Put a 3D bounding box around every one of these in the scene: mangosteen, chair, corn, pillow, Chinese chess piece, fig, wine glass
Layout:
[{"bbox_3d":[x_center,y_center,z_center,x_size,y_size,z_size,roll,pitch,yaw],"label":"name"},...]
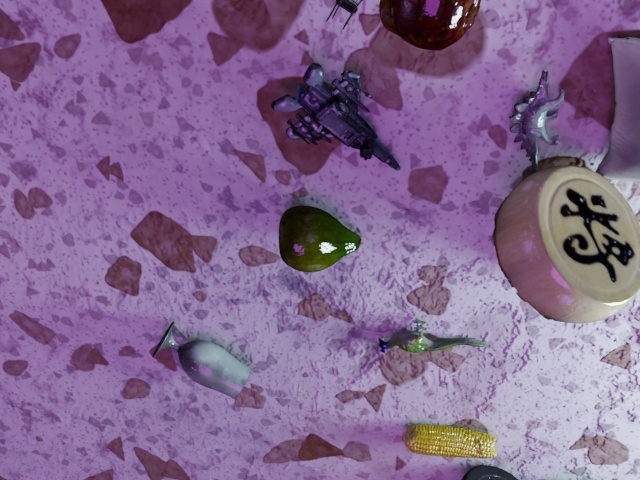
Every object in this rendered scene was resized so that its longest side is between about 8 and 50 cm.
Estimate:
[{"bbox_3d":[0.147,-0.360,1.198,0.181,0.156,0.146,19,161,35],"label":"mangosteen"},{"bbox_3d":[0.044,-0.369,1.269,0.037,0.042,0.086,31,90,-12],"label":"chair"},{"bbox_3d":[0.280,0.437,1.779,0.206,0.067,0.067,3,126,11],"label":"corn"},{"bbox_3d":[0.507,-0.189,1.269,0.144,0.078,0.254,8,128,21],"label":"pillow"},{"bbox_3d":[0.401,0.005,1.311,0.257,0.257,0.104,34,147,-13],"label":"Chinese chess piece"},{"bbox_3d":[0.000,0.000,1.496,0.156,0.123,0.123,4,127,-5],"label":"fig"},{"bbox_3d":[-0.250,0.259,1.752,0.202,0.093,0.093,32,126,-10],"label":"wine glass"}]

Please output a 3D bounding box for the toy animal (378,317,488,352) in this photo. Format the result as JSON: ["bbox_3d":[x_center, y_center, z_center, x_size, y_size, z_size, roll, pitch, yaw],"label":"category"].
[{"bbox_3d":[0.221,0.191,1.631,0.217,0.041,0.075,-5,126,11],"label":"toy animal"}]

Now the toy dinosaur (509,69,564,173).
[{"bbox_3d":[0.348,-0.181,1.332,0.082,0.039,0.209,1,127,11],"label":"toy dinosaur"}]

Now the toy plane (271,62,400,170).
[{"bbox_3d":[0.044,-0.186,1.371,0.246,0.078,0.169,41,123,-17],"label":"toy plane"}]

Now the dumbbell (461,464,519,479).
[{"bbox_3d":[0.342,0.662,1.856,0.185,0.185,0.388,23,127,-5],"label":"dumbbell"}]
